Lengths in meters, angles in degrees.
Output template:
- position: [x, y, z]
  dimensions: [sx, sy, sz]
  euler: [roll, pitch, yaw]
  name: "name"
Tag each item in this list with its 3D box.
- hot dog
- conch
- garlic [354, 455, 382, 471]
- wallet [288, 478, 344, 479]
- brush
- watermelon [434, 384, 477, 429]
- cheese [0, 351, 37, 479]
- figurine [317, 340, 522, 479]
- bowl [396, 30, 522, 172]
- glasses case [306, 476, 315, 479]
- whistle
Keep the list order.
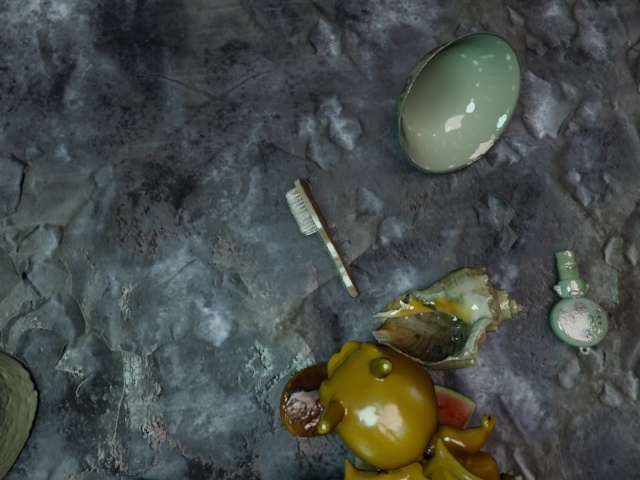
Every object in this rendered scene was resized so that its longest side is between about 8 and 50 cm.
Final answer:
- position: [0.021, 0.365, 0.961]
  dimensions: [0.227, 0.099, 0.160]
  euler: [1, 80, -5]
  name: "hot dog"
- position: [0.284, 0.197, 0.953]
  dimensions: [0.324, 0.263, 0.186]
  euler: [-27, 107, 27]
  name: "conch"
- position: [0.109, 0.551, 0.958]
  dimensions: [0.084, 0.066, 0.152]
  euler: [6, 77, 26]
  name: "garlic"
- position: [-0.002, 0.661, 0.881]
  dimensions: [0.224, 0.077, 0.309]
  euler: [3, 91, -9]
  name: "wallet"
- position: [0.000, 0.000, 1.047]
  dimensions: [0.065, 0.070, 0.327]
  euler: [-29, 84, 11]
  name: "brush"
- position: [0.259, 0.435, 0.971]
  dimensions: [0.193, 0.137, 0.145]
  euler: [8, 115, -3]
  name: "watermelon"
- position: [-0.797, 0.398, 0.888]
  dimensions: [0.293, 0.153, 0.332]
  euler: [15, 78, 0]
  name: "cheese"
- position: [0.176, 0.368, 0.766]
  dimensions: [0.387, 0.401, 0.268]
  euler: [49, 55, -2]
  name: "figurine"
- position: [0.307, -0.351, 1.045]
  dimensions: [0.337, 0.337, 0.157]
  euler: [-25, 43, -7]
  name: "bowl"
- position: [-0.063, 0.673, 0.935]
  dimensions: [0.105, 0.056, 0.266]
  euler: [35, 79, -21]
  name: "glasses case"
- position: [0.630, 0.152, 1.051]
  dimensions: [0.126, 0.067, 0.257]
  euler: [-6, 76, 9]
  name: "whistle"
